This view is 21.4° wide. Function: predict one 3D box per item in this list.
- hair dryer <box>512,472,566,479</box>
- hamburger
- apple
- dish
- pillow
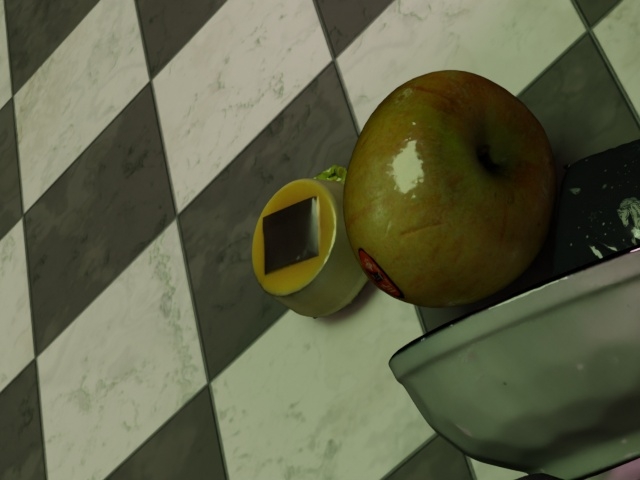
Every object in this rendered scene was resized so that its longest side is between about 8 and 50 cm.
[{"bbox_3d":[0.228,0.138,0.943,0.352,0.107,0.189,-51,57,19],"label":"hair dryer"},{"bbox_3d":[0.000,0.000,1.523,0.126,0.081,0.141,-38,51,32],"label":"hamburger"},{"bbox_3d":[0.098,-0.036,1.342,0.155,0.182,0.182,-37,37,55],"label":"apple"},{"bbox_3d":[0.193,0.084,1.101,0.303,0.303,0.120,-28,77,38],"label":"dish"},{"bbox_3d":[0.255,-0.036,1.245,0.208,0.055,0.141,-24,36,41],"label":"pillow"}]
